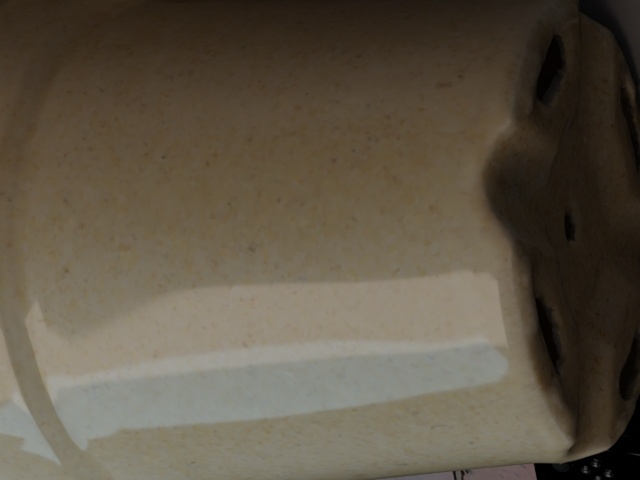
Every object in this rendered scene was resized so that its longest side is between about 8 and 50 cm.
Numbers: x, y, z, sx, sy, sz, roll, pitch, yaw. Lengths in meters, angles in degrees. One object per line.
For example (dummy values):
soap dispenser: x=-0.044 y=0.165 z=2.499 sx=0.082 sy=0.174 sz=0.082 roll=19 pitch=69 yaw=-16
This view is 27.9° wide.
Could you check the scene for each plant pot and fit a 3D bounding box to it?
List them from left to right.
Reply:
plant pot: x=0.000 y=0.000 z=0.680 sx=0.305 sy=0.334 sz=0.334 roll=-4 pitch=128 yaw=30

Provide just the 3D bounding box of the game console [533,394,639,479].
game console: x=0.206 y=0.150 z=0.866 sx=0.213 sy=0.044 sz=0.361 roll=12 pitch=138 yaw=33
